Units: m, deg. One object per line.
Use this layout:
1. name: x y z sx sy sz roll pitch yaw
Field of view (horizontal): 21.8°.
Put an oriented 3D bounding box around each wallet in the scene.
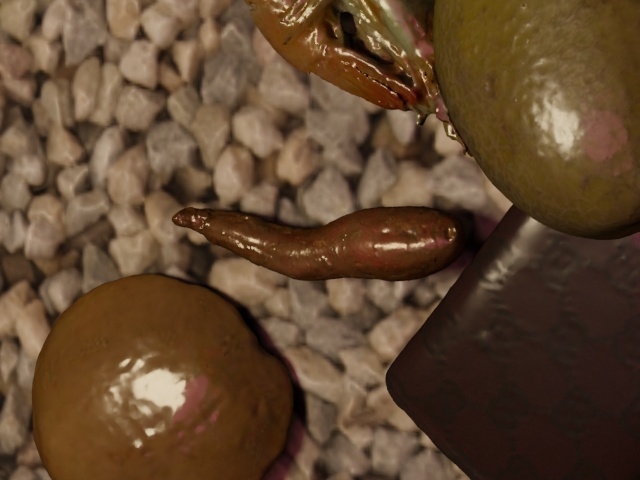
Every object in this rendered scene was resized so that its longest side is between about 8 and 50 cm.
1. wallet: 0.159 0.069 1.014 0.182 0.049 0.229 42 116 11

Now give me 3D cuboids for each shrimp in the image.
1. shrimp: 0.029 -0.134 1.030 0.217 0.051 0.115 50 122 7

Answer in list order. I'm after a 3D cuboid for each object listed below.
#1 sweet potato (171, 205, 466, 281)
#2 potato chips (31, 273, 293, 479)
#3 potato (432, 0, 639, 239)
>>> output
1. sweet potato: 0.000 0.000 1.074 0.214 0.050 0.050 1 101 31
2. potato chips: -0.122 0.122 1.148 0.208 0.062 0.195 6 102 26
3. potato: 0.145 -0.106 0.895 0.159 0.174 0.251 -6 64 -12
